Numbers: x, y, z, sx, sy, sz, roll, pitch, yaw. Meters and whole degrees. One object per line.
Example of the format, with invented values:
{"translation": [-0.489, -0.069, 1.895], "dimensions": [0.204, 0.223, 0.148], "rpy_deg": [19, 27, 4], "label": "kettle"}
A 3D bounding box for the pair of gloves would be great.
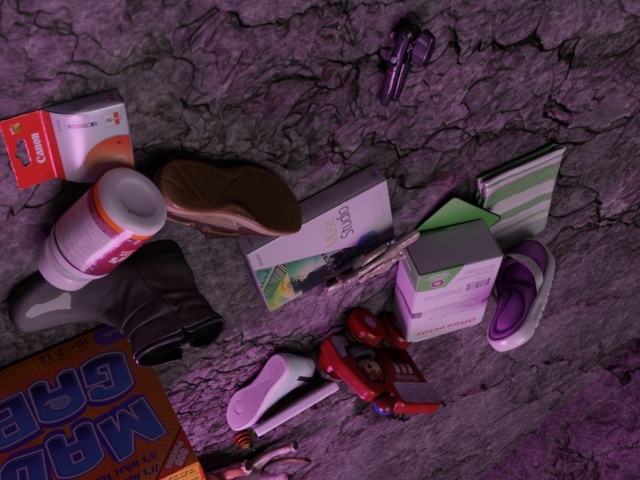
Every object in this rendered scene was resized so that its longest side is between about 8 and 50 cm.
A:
{"translation": [0.114, 0.059, 1.883], "dimensions": [0.204, 0.042, 0.240], "rpy_deg": [-28, 173, -15], "label": "pair of gloves"}

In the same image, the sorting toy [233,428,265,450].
{"translation": [-0.182, 0.531, 2.290], "dimensions": [0.102, 0.042, 0.061], "rpy_deg": [-12, 140, -29], "label": "sorting toy"}

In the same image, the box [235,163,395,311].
{"translation": [0.000, 0.000, 1.781], "dimensions": [0.322, 0.058, 0.232], "rpy_deg": [-28, 146, -8], "label": "box"}

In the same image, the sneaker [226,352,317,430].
{"translation": [-0.114, 0.380, 2.119], "dimensions": [0.151, 0.094, 0.256], "rpy_deg": [12, 126, -51], "label": "sneaker"}

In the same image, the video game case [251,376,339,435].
{"translation": [-0.072, 0.411, 2.151], "dimensions": [0.227, 0.026, 0.206], "rpy_deg": [-28, 180, -11], "label": "video game case"}

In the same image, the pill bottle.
{"translation": [-0.356, -0.013, 1.379], "dimensions": [0.121, 0.121, 0.221], "rpy_deg": [11, 143, -46], "label": "pill bottle"}

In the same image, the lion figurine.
{"translation": [-0.221, 0.649, 2.315], "dimensions": [0.240, 0.142, 0.392], "rpy_deg": [-27, 159, 32], "label": "lion figurine"}

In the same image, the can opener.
{"translation": [0.141, -0.308, 1.526], "dimensions": [0.059, 0.073, 0.186], "rpy_deg": [-21, 154, -32], "label": "can opener"}

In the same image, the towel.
{"translation": [0.474, -0.083, 2.092], "dimensions": [0.248, 0.038, 0.324], "rpy_deg": [-25, 145, -14], "label": "towel"}

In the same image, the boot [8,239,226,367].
{"translation": [-0.354, 0.132, 1.500], "dimensions": [0.338, 0.222, 0.118], "rpy_deg": [-21, 144, -19], "label": "boot"}

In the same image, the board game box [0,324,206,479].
{"translation": [-0.444, 0.440, 1.681], "dimensions": [0.356, 0.356, 0.356], "rpy_deg": [-23, 144, -16], "label": "board game box"}

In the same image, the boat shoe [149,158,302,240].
{"translation": [-0.178, -0.062, 1.530], "dimensions": [0.123, 0.123, 0.342], "rpy_deg": [-21, 162, 38], "label": "boat shoe"}

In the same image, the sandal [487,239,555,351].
{"translation": [0.475, 0.100, 2.085], "dimensions": [0.169, 0.416, 0.102], "rpy_deg": [-29, 111, 29], "label": "sandal"}

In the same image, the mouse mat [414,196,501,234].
{"translation": [0.317, -0.033, 2.010], "dimensions": [0.190, 0.007, 0.152], "rpy_deg": [19, 130, -40], "label": "mouse mat"}

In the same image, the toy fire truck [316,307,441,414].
{"translation": [0.148, 0.318, 2.116], "dimensions": [0.302, 0.254, 0.169], "rpy_deg": [12, 124, -47], "label": "toy fire truck"}

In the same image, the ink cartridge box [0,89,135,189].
{"translation": [-0.379, -0.143, 1.306], "dimensions": [0.179, 0.045, 0.145], "rpy_deg": [-22, 144, -21], "label": "ink cartridge box"}

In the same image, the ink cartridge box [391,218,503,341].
{"translation": [0.296, 0.102, 2.065], "dimensions": [0.211, 0.121, 0.289], "rpy_deg": [-13, 144, -13], "label": "ink cartridge box"}
